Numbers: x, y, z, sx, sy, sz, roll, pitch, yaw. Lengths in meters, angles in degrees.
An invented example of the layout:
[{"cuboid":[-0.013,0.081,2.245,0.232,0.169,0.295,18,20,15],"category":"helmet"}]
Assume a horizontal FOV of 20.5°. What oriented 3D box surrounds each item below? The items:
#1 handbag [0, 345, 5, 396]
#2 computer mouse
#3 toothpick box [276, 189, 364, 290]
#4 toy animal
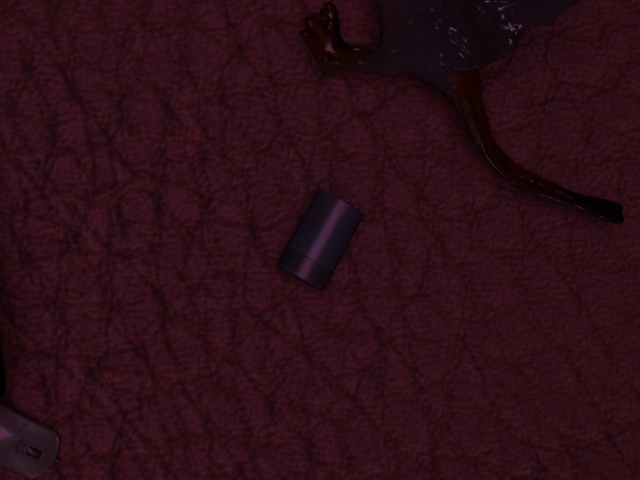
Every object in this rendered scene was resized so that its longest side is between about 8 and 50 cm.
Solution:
[{"cuboid":[-0.392,0.045,1.586,0.181,0.181,0.254,-12,89,-5],"category":"handbag"},{"cuboid":[-0.294,0.185,1.664,0.110,0.032,0.056,28,90,-3],"category":"computer mouse"},{"cuboid":[0.000,0.000,1.669,0.052,0.052,0.083,29,88,-3],"category":"toothpick box"},{"cuboid":[0.137,-0.162,1.664,0.302,0.225,0.284,2,111,9],"category":"toy animal"}]
